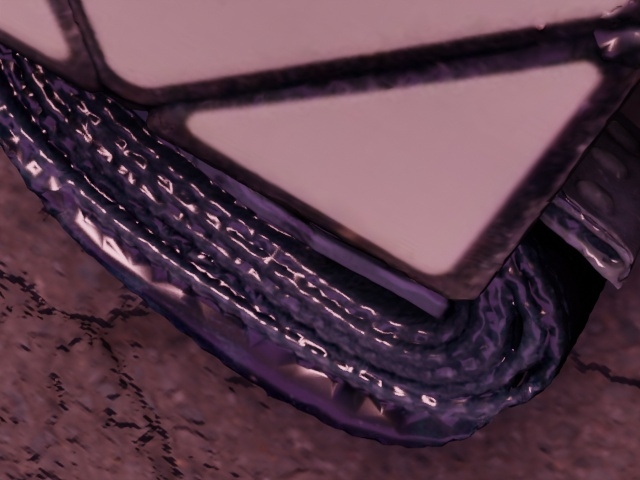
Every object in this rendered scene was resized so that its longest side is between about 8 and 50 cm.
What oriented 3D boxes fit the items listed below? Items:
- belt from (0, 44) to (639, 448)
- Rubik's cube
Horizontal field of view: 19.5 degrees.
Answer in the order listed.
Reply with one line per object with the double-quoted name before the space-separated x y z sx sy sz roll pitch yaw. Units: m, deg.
"belt" -0.003 -0.038 0.602 0.218 0.128 0.122 37 118 0
"Rubik's cube" 0.017 -0.152 0.466 0.207 0.205 0.205 30 128 -3
